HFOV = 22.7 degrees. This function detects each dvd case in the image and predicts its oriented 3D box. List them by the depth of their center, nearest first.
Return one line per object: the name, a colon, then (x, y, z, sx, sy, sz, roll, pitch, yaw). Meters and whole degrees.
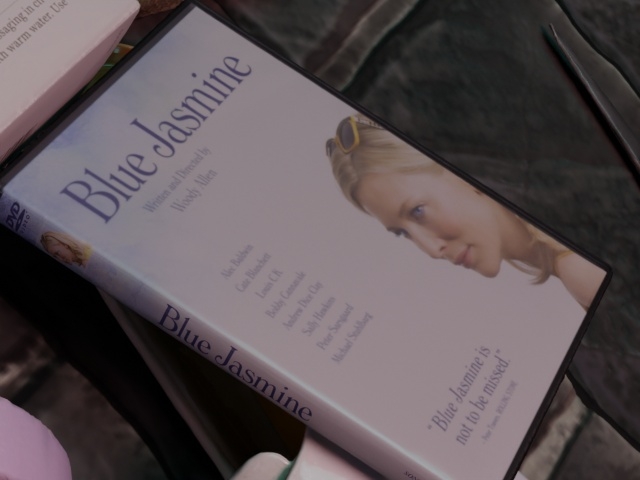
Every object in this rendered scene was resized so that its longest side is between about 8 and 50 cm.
dvd case: (0.000, 0.000, 0.724, 0.253, 0.022, 0.180, 33, 44, 3)

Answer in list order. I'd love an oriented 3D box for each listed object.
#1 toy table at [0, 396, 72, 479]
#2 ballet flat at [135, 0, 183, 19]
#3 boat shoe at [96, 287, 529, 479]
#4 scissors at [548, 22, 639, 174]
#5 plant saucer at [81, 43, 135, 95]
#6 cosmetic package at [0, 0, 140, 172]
toy table: (-0.175, 0.146, 0.516, 0.274, 0.252, 0.160, 37, 42, -60)
ballet flat: (-0.087, -0.154, 0.888, 0.084, 0.058, 0.250, 34, 36, 23)
boat shoe: (-0.004, 0.117, 0.713, 0.156, 0.136, 0.367, -18, 71, -41)
scissors: (0.242, -0.018, 1.054, 0.109, 0.021, 0.297, -8, 66, -35)
plant saucer: (-0.102, -0.067, 0.843, 0.083, 0.013, 0.083, 18, 54, -26)
cosmetic package: (-0.284, -0.139, 0.665, 0.365, 0.155, 0.197, 42, 46, -4)
